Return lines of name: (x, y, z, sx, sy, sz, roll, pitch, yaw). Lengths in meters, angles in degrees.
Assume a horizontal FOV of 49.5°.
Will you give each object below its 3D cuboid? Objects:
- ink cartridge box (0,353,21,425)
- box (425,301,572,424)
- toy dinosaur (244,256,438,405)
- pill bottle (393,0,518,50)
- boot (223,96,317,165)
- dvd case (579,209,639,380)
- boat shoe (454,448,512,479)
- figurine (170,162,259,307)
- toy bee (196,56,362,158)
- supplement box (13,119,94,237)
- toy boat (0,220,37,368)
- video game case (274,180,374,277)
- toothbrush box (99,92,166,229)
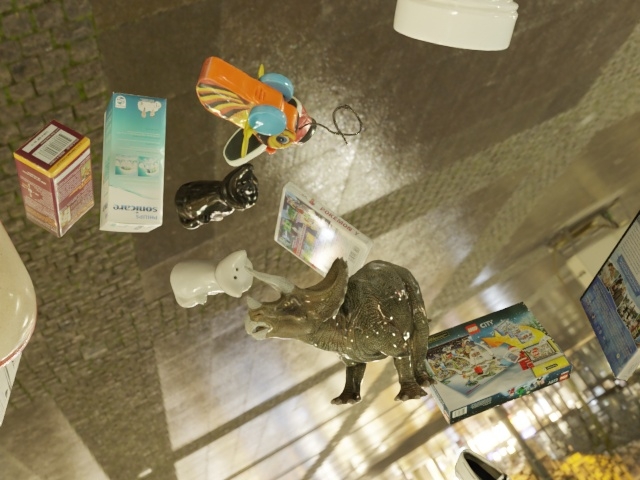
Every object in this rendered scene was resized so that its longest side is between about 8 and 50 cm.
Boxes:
ink cartridge box: (-0.608, 0.214, 1.224, 0.086, 0.203, 0.148, -12, 122, -5)
box: (0.295, 0.211, 1.223, 0.233, 0.159, 0.044, -18, 133, -9)
toy dinosaur: (0.069, 0.083, 0.748, 0.121, 0.160, 0.313, -13, 177, 41)
pill bottle: (0.101, -0.221, 0.442, 0.108, 0.108, 0.180, -14, 124, -40)
boot: (-0.125, -0.259, 1.830, 0.244, 0.088, 0.176, -35, 158, 8)
dvd case: (0.478, 0.058, 1.027, 0.022, 0.180, 0.253, 13, 126, -9)
boat shoe: (0.435, 0.612, 1.696, 0.095, 0.258, 0.084, -32, 138, -35)
figurine: (-0.159, -0.004, 1.098, 0.092, 0.214, 0.209, 7, 169, -31)
toy bee: (-0.103, -0.221, 1.306, 0.195, 0.298, 0.162, -57, -172, -33)
supplement box: (-0.474, -0.108, 1.250, 0.104, 0.081, 0.188, -56, 172, -37)
toy boat: (-0.423, 0.053, 0.799, 0.151, 0.231, 0.151, -26, 164, -26)
video game case: (0.000, 0.000, 1.259, 0.023, 0.183, 0.201, -49, 169, -26)
toothbrush box: (-0.446, -0.174, 1.643, 0.126, 0.295, 0.216, 2, 176, -22)
